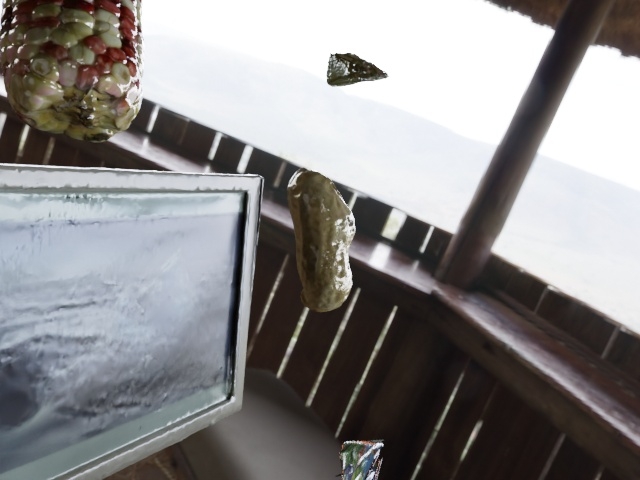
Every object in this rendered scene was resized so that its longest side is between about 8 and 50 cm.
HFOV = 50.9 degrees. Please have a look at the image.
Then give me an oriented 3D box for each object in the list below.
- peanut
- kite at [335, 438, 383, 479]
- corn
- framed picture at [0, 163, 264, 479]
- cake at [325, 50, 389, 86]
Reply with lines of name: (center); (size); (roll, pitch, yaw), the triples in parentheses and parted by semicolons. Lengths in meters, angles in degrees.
peanut: (0.000, 0.000, 0.982); (0.099, 0.214, 0.099); (-1, 5, 0)
kite: (0.026, 0.243, 0.612); (0.014, 0.241, 0.183); (13, 38, 18)
corn: (-0.161, -0.184, 0.442); (0.086, 0.253, 0.086); (-6, -21, -2)
framed picture: (-0.201, 0.086, 0.712); (0.028, 0.326, 0.446); (8, 8, 27)
cake: (0.055, -0.257, 0.996); (0.051, 0.055, 0.140); (0, 9, -24)
